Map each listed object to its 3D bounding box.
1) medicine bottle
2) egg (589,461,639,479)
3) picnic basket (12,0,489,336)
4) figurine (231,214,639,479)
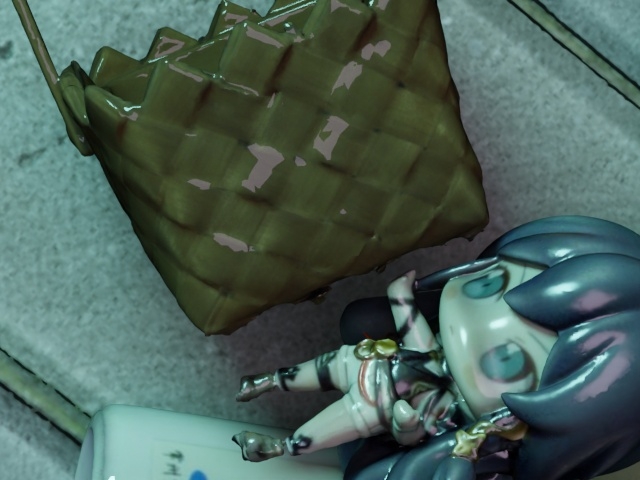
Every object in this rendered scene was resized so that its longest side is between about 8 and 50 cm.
[{"bbox_3d":[-0.023,0.211,1.307,0.293,0.170,0.170,10,87,-13],"label":"medicine bottle"},{"bbox_3d":[0.256,0.102,1.342,0.296,0.218,0.218,16,86,-5],"label":"egg"},{"bbox_3d":[-0.048,-0.128,1.242,0.254,0.291,0.321,-23,103,-3],"label":"picnic basket"},{"bbox_3d":[0.100,0.086,1.192,0.265,0.197,0.175,-17,79,30],"label":"figurine"}]
